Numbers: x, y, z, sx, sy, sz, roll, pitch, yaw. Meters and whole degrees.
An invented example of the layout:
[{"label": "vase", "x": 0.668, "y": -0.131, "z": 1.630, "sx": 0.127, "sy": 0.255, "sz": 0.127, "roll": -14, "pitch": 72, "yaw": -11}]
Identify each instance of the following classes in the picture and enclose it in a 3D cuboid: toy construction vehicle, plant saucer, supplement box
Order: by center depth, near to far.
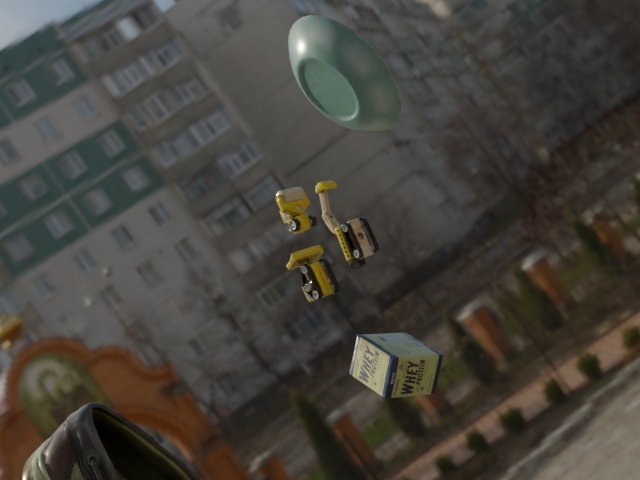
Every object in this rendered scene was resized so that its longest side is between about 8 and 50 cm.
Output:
[{"label": "toy construction vehicle", "x": 0.000, "y": 0.000, "z": 1.080, "sx": 0.086, "sy": 0.098, "sz": 0.035, "roll": -19, "pitch": -10, "yaw": -39}, {"label": "supplement box", "x": 0.097, "y": 0.160, "z": 1.647, "sx": 0.083, "sy": 0.056, "sz": 0.083, "roll": 0, "pitch": 17, "yaw": -35}, {"label": "plant saucer", "x": 0.021, "y": -0.213, "z": 1.723, "sx": 0.037, "sy": 0.195, "sz": 0.195, "roll": -45, "pitch": 2, "yaw": -26}]

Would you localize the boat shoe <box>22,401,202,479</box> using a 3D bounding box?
[{"label": "boat shoe", "x": -0.076, "y": 0.184, "z": 0.759, "sx": 0.073, "sy": 0.223, "sz": 0.080, "roll": -52, "pitch": -2, "yaw": 32}]
